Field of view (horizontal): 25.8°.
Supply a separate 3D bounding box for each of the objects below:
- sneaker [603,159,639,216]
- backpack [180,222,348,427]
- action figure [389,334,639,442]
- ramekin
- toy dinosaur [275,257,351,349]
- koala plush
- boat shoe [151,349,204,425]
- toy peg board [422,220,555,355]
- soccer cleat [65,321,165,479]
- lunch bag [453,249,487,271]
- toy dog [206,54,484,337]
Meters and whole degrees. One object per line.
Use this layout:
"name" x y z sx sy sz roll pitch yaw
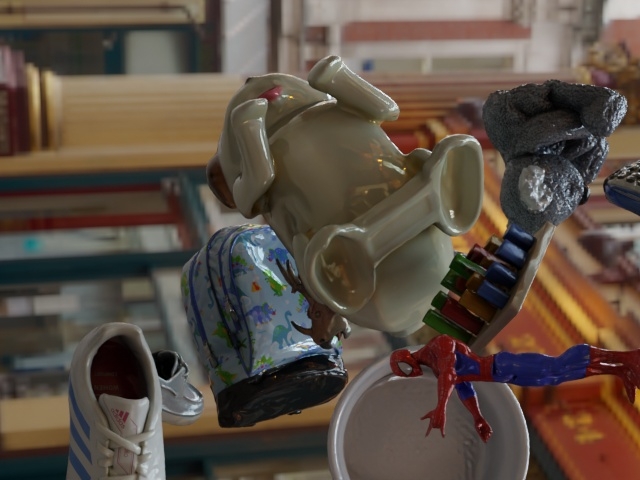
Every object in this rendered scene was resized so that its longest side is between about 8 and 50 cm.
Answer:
"sneaker" 0.465 0.007 1.612 0.330 0.130 0.147 30 -51 33
"backpack" -0.121 0.143 2.701 0.355 0.290 0.273 59 -41 29
"action figure" 0.213 0.178 1.571 0.091 0.280 0.139 80 18 -65
"ramekin" 0.139 0.288 1.946 0.135 0.277 0.277 132 -46 -78
"toy dinosaur" 0.000 0.000 2.161 0.295 0.200 0.127 59 -12 34
"koala plush" 0.321 -0.103 2.050 0.196 0.203 0.221 91 13 -66
"boat shoe" -0.217 0.187 1.879 0.081 0.227 0.079 -48 -126 10
"toy peg board" 0.207 0.055 1.783 0.161 0.079 0.160 -60 -177 -40
"soccer cleat" -0.230 0.249 1.572 0.143 0.116 0.331 134 -49 -63
"lunch bag" 0.270 0.061 2.626 0.083 0.053 0.071 21 -81 41
"toy dog" 0.017 -0.084 1.954 0.408 0.284 0.395 43 -9 37
